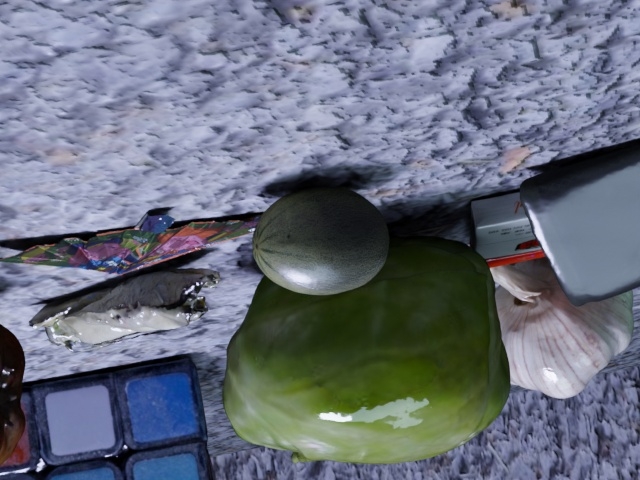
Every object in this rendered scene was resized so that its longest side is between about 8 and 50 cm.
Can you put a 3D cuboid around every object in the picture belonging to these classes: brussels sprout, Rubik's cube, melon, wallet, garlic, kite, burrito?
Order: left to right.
[{"bbox_3d":[-0.314,0.377,2.326,0.362,0.359,0.363,-12,171,-3],"label":"Rubik's cube"},{"bbox_3d":[-0.194,0.070,1.668,0.229,0.063,0.058,-16,177,29],"label":"burrito"},{"bbox_3d":[-0.160,0.008,1.524,0.321,0.016,0.234,-7,167,-20],"label":"kite"},{"bbox_3d":[0.000,0.000,1.440,0.130,0.098,0.098,2,163,-35],"label":"melon"},{"bbox_3d":[0.052,0.114,1.697,0.328,0.247,0.328,4,174,0],"label":"brussels sprout"},{"bbox_3d":[0.249,0.063,1.939,0.199,0.199,0.226,-20,131,35],"label":"garlic"},{"bbox_3d":[0.326,-0.034,1.559,0.245,0.052,0.168,-18,129,14],"label":"wallet"}]

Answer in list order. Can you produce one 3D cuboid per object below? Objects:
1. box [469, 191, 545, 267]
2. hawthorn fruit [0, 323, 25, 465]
[{"bbox_3d":[0.226,-0.015,1.729,0.139,0.035,0.245,-12,168,1],"label":"box"},{"bbox_3d":[-0.408,0.143,1.550,0.248,0.208,0.208,4,170,7],"label":"hawthorn fruit"}]
